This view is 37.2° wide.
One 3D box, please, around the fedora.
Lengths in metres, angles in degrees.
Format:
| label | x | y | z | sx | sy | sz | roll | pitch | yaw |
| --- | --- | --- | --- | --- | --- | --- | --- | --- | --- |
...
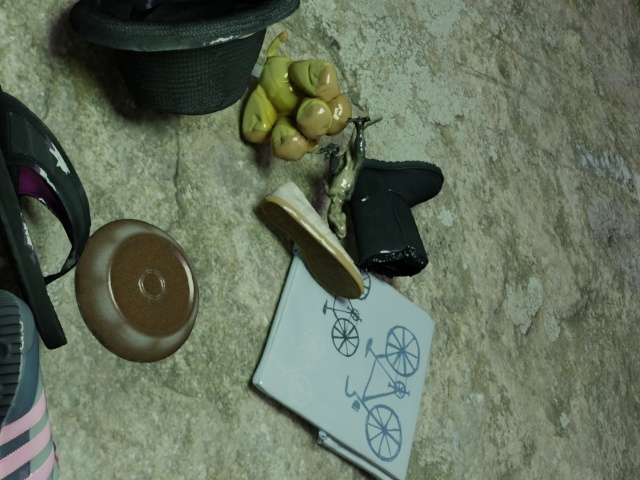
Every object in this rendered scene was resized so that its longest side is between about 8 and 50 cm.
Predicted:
| label | x | y | z | sx | sy | sz | roll | pitch | yaw |
| --- | --- | --- | --- | --- | --- | --- | --- | --- | --- |
| fedora | -0.183 | -0.274 | 1.338 | 0.334 | 0.334 | 0.153 | -37 | 137 | -47 |

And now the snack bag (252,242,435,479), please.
| label | x | y | z | sx | sy | sz | roll | pitch | yaw |
| --- | --- | --- | --- | --- | --- | --- | --- | --- | --- |
| snack bag | 0.045 | 0.183 | 1.527 | 0.342 | 0.037 | 0.323 | 38 | 50 | -28 |

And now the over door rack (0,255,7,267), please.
| label | x | y | z | sx | sy | sz | roll | pitch | yaw |
| --- | --- | --- | --- | --- | --- | --- | --- | --- | --- |
| over door rack | -0.491 | 0.021 | 0.961 | 0.239 | 0.108 | 0.324 | 55 | 44 | -19 |

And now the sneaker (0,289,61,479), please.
| label | x | y | z | sx | sy | sz | roll | pitch | yaw |
| --- | --- | --- | --- | --- | --- | --- | --- | --- | --- |
| sneaker | -0.340 | 0.215 | 1.043 | 0.131 | 0.112 | 0.319 | 16 | 76 | -68 |

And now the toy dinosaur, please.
| label | x | y | z | sx | sy | sz | roll | pitch | yaw |
| --- | --- | --- | --- | --- | --- | --- | --- | --- | --- |
| toy dinosaur | 0.046 | -0.134 | 1.525 | 0.118 | 0.064 | 0.268 | 75 | 31 | -57 |

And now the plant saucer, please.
| label | x | y | z | sx | sy | sz | roll | pitch | yaw |
| --- | --- | --- | --- | --- | --- | --- | --- | --- | --- |
| plant saucer | -0.233 | 0.062 | 1.275 | 0.198 | 0.036 | 0.199 | 20 | 61 | -41 |

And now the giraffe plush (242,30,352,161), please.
| label | x | y | z | sx | sy | sz | roll | pitch | yaw |
| --- | --- | --- | --- | --- | --- | --- | --- | --- | --- |
| giraffe plush | -0.024 | -0.215 | 1.536 | 0.170 | 0.181 | 0.210 | 20 | 27 | -53 |

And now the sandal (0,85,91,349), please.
| label | x | y | z | sx | sy | sz | roll | pitch | yaw |
| --- | --- | --- | --- | --- | --- | --- | --- | --- | --- |
| sandal | -0.340 | -0.097 | 1.106 | 0.107 | 0.167 | 0.446 | -15 | 85 | -15 |

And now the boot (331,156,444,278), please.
| label | x | y | z | sx | sy | sz | roll | pitch | yaw |
| --- | --- | --- | --- | --- | --- | --- | --- | --- | --- |
| boot | 0.140 | -0.034 | 1.636 | 0.246 | 0.094 | 0.207 | 3 | 59 | -39 |

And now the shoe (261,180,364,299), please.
| label | x | y | z | sx | sy | sz | roll | pitch | yaw |
| --- | --- | --- | --- | --- | --- | --- | --- | --- | --- |
| shoe | 0.000 | 0.000 | 1.478 | 0.219 | 0.076 | 0.058 | 49 | 50 | -15 |
